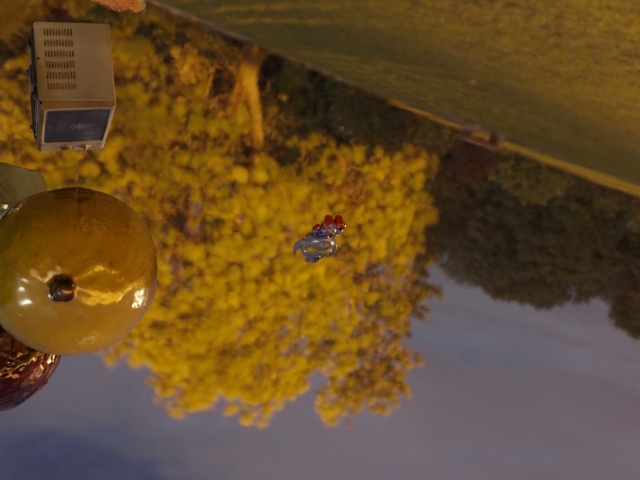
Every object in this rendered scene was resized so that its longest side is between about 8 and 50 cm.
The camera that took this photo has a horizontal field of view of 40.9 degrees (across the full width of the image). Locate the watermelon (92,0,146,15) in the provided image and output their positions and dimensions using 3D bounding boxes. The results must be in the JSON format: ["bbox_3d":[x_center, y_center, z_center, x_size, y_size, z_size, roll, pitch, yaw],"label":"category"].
[{"bbox_3d":[-0.431,-0.562,1.681,0.231,0.146,0.128,22,-151,-27],"label":"watermelon"}]

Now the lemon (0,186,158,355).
[{"bbox_3d":[-0.409,0.048,1.415,0.297,0.297,0.297,17,-173,-2],"label":"lemon"}]

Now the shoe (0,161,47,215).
[{"bbox_3d":[-0.647,-0.095,1.733,0.100,0.103,0.251,-21,180,14],"label":"shoe"}]

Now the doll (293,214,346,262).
[{"bbox_3d":[0.001,0.001,2.055,0.104,0.194,0.062,-18,-112,-32],"label":"doll"}]

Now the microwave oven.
[{"bbox_3d":[-0.467,-0.287,1.591,0.145,0.193,0.240,-7,171,-20],"label":"microwave oven"}]

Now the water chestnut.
[{"bbox_3d":[-0.704,0.214,1.895,0.335,0.335,0.347,20,174,24],"label":"water chestnut"}]
